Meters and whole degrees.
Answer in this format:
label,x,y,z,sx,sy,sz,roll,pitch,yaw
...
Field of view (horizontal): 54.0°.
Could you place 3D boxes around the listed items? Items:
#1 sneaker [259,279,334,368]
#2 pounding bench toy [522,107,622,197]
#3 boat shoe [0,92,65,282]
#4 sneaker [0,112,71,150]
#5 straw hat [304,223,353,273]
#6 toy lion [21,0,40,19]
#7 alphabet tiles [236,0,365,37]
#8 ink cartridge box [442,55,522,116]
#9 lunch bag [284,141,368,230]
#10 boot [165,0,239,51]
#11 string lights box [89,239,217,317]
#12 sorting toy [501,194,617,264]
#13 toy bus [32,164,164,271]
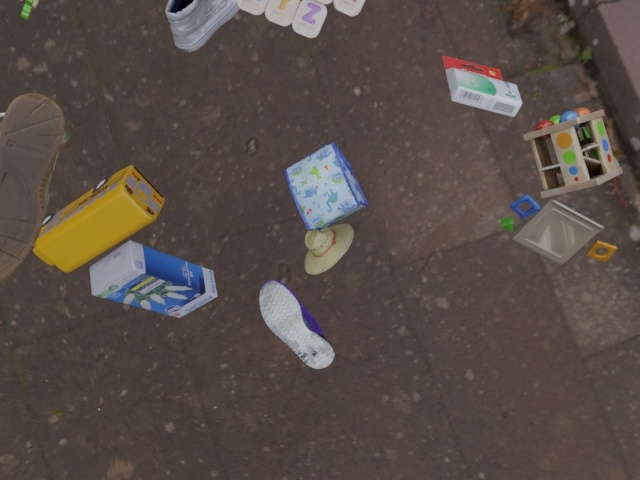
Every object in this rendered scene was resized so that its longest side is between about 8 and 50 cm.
label,x,y,z,sx,sy,sz,roll,pitch,yaw
sneaker,-0.078,0.215,1.718,0.102,0.146,0.293,-33,112,2
pounding bench toy,0.227,-0.082,0.550,0.083,0.052,0.065,-21,94,-41
boat shoe,-0.435,-0.070,0.902,0.105,0.089,0.285,24,93,-19
sneaker,-0.656,-0.246,1.390,0.192,0.086,0.064,0,54,-17
straw hat,0.000,0.000,1.393,0.061,0.145,0.144,44,64,-29
toy lion,-0.555,-0.481,1.223,0.034,0.096,0.100,25,83,-24
alphabet tiles,-0.031,-0.526,1.144,0.284,0.277,0.021,18,26,-17
ink cartridge box,0.428,-0.433,1.678,0.181,0.056,0.224,11,48,-10
lunch bag,0.008,-0.112,1.319,0.129,0.096,0.151,-28,84,15
boot,-0.266,-0.573,1.482,0.095,0.123,0.258,23,66,16
string lights box,-0.375,0.094,1.436,0.260,0.133,0.076,28,39,-51
sorting toy,0.691,-0.028,1.837,0.348,0.196,0.047,27,45,-9
toy bus,-0.498,-0.034,1.368,0.108,0.333,0.130,50,24,-28
